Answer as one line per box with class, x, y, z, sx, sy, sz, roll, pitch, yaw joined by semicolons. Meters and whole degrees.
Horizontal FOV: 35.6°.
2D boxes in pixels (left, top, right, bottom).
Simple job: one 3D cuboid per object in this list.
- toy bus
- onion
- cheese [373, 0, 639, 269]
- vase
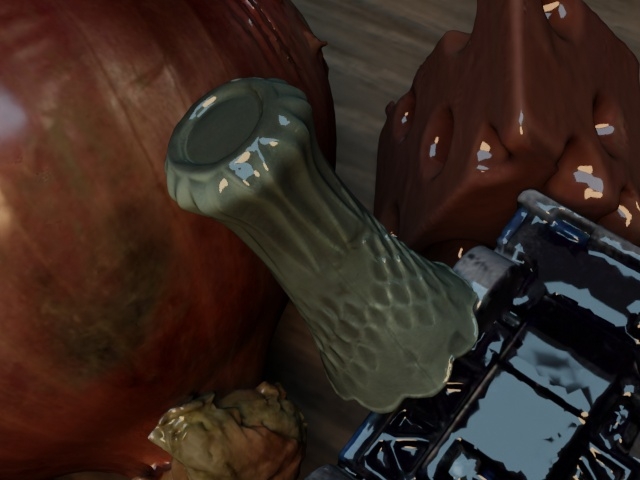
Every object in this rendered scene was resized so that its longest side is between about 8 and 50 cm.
toy bus;0.081;0.140;0.499;0.138;0.175;0.288;33;76;24
onion;-0.142;-0.028;0.536;0.353;0.354;0.354;-4;64;9
cheese;0.146;-0.049;0.594;0.177;0.203;0.128;11;63;-15
vase;0.000;0.000;0.410;0.081;0.149;0.081;-21;43;21
